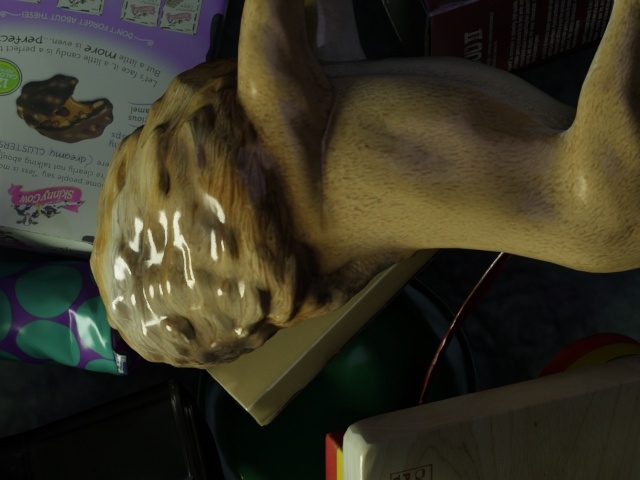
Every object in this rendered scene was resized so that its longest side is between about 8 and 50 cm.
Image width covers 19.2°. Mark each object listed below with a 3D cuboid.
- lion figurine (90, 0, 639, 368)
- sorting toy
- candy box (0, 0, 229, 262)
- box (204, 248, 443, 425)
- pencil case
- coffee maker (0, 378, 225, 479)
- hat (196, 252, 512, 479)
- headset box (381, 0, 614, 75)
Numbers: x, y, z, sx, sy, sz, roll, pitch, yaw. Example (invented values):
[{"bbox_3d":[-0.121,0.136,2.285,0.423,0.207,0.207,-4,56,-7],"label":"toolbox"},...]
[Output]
[{"bbox_3d":[0.067,-0.046,0.946,0.392,0.142,0.240,2,98,18],"label":"lion figurine"},{"bbox_3d":[0.120,0.177,1.068,0.255,0.089,0.257,-11,117,-21],"label":"sorting toy"},{"bbox_3d":[-0.147,-0.090,1.113,0.164,0.070,0.196,11,79,-4],"label":"candy box"},{"bbox_3d":[0.000,0.000,1.089,0.201,0.164,0.021,-45,123,-6],"label":"box"},{"bbox_3d":[-0.174,0.046,1.094,0.151,0.064,0.070,2,119,14],"label":"pencil case"},{"bbox_3d":[-0.148,0.141,1.072,0.178,0.120,0.171,-17,89,0],"label":"coffee maker"},{"bbox_3d":[0.023,0.080,1.065,0.173,0.183,0.209,10,85,-5],"label":"hat"},{"bbox_3d":[0.129,-0.226,1.102,0.293,0.110,0.218,-20,66,-6],"label":"headset box"}]
